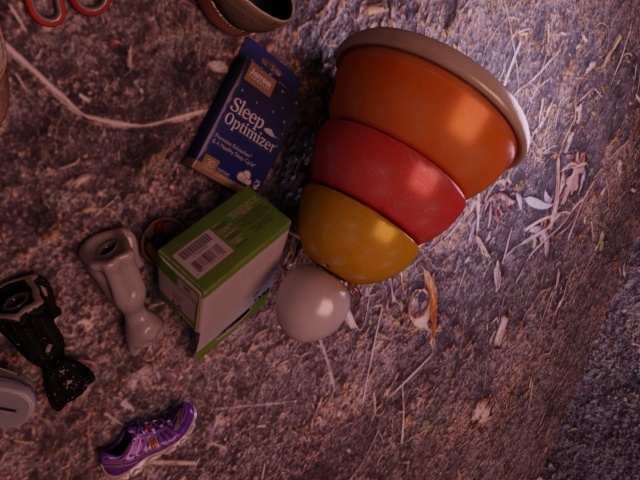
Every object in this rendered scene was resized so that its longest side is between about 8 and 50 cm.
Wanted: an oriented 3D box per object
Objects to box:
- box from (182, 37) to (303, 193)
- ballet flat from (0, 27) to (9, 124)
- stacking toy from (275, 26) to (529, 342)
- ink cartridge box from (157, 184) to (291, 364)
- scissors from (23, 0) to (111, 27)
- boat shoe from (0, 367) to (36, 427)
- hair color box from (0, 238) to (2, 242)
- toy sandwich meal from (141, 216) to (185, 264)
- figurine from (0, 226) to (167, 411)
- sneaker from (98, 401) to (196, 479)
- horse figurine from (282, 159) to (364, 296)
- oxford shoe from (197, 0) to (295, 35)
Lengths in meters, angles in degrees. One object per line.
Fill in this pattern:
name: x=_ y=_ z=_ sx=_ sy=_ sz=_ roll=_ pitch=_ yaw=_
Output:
box: x=-0.112 y=-0.190 z=0.969 sx=0.136 sy=0.036 sz=0.225 roll=29 pitch=85 yaw=-44
ballet flat: x=-0.395 y=-0.257 z=0.635 sx=0.107 sy=0.106 sz=0.316 roll=-23 pitch=121 yaw=-34
stacking toy: x=0.075 y=-0.054 z=0.970 sx=0.350 sy=0.350 sz=0.480 roll=39 pitch=79 yaw=-43
ink cartridge box: x=-0.161 y=0.064 z=0.976 sx=0.188 sy=0.097 sz=0.255 roll=-41 pitch=164 yaw=-34
scissors: x=-0.294 y=-0.394 z=0.689 sx=0.108 sy=0.021 sz=0.297 roll=-16 pitch=130 yaw=-34
boat shoe: x=-0.473 y=0.180 z=0.755 sx=0.226 sy=0.076 sz=0.083 roll=26 pitch=93 yaw=-25
hair color box: x=-0.473 y=-0.005 z=0.697 sx=0.167 sy=0.053 sz=0.093 roll=-31 pitch=125 yaw=-29
toy sandwich meal: x=-0.234 y=0.006 z=0.934 sx=0.085 sy=0.029 sz=0.086 roll=-17 pitch=117 yaw=-37
figurine: x=-0.324 y=0.117 z=0.867 sx=0.214 sy=0.092 sz=0.210 roll=-34 pitch=134 yaw=-29
sneaker: x=-0.278 y=0.317 z=0.990 sx=0.169 sy=0.068 sz=0.071 roll=-34 pitch=120 yaw=-28
horse figurine: x=0.000 y=0.000 z=1.114 sx=0.263 sy=0.066 sz=0.175 roll=41 pitch=70 yaw=-35
oxford shoe: x=-0.147 y=-0.443 z=0.757 sx=0.140 sy=0.146 sz=0.397 roll=-48 pitch=128 yaw=-14
